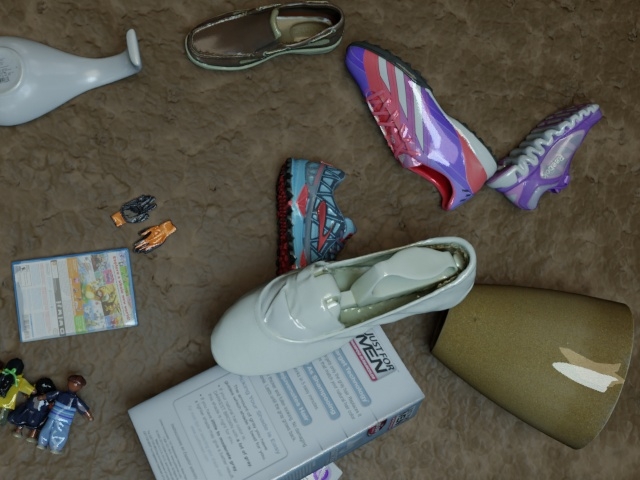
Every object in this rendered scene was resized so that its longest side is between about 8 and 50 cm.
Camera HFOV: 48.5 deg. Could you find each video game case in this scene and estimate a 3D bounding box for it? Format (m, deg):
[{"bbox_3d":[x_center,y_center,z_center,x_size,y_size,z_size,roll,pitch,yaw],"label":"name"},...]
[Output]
[{"bbox_3d":[-0.364,0.080,1.059,0.167,0.015,0.119,-7,86,-13],"label":"video game case"}]

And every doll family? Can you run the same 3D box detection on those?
[{"bbox_3d":[-0.417,0.224,1.008,0.193,0.076,0.111,24,76,-14],"label":"doll family"}]

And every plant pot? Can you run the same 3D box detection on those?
[{"bbox_3d":[0.311,0.164,1.111,0.255,0.237,0.237,21,80,6],"label":"plant pot"}]

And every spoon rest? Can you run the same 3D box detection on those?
[{"bbox_3d":[-0.399,-0.251,1.061,0.277,0.084,0.137,-10,86,0],"label":"spoon rest"}]

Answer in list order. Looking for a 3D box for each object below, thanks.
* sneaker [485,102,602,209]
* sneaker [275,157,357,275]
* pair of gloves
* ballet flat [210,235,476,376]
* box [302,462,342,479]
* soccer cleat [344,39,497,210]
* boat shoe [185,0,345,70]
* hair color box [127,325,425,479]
[{"bbox_3d":[0.394,-0.139,1.213,0.236,0.095,0.104,-41,101,-8],"label":"sneaker"},{"bbox_3d":[0.000,0.000,1.102,0.125,0.104,0.261,1,85,-14],"label":"sneaker"},{"bbox_3d":[-0.271,-0.025,1.092,0.074,0.010,0.083,-35,90,-12],"label":"pair of gloves"},{"bbox_3d":[0.041,0.070,0.982,0.401,0.139,0.139,-15,88,-17],"label":"ballet flat"},{"bbox_3d":[-0.096,0.449,1.058,0.063,0.067,0.324,42,77,-6],"label":"box"},{"bbox_3d":[0.144,-0.187,1.153,0.318,0.109,0.116,43,82,-8],"label":"soccer cleat"},{"bbox_3d":[-0.085,-0.334,1.117,0.258,0.095,0.095,-15,88,-13],"label":"boat shoe"},{"bbox_3d":[-0.060,0.249,1.027,0.375,0.113,0.185,-26,65,-13],"label":"hair color box"}]
